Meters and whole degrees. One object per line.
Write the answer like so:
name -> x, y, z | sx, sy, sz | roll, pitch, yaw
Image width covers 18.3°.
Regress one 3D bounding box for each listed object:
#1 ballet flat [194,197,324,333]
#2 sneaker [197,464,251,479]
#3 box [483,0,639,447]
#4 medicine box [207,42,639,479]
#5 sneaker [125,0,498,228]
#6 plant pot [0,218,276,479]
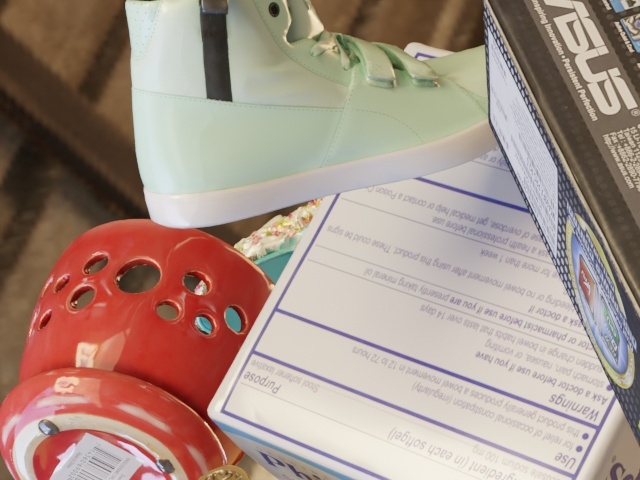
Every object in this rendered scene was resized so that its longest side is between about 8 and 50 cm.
ballet flat -> 0.000, 0.000, 1.629 | 0.091, 0.241, 0.077 | 57, -170, -37
sneaker -> -0.029, 0.228, 1.157 | 0.086, 0.064, 0.192 | 51, -159, -47
box -> 0.186, 0.016, 0.506 | 0.060, 0.216, 0.270 | 81, 169, -54
medicine box -> 0.123, 0.053, 1.234 | 0.149, 0.263, 0.289 | 44, -110, -50
sneaker -> 0.014, -0.110, 1.103 | 0.255, 0.094, 0.151 | -17, -70, -23
plant pot -> -0.128, 0.109, 1.435 | 0.191, 0.191, 0.174 | 47, -142, -28
